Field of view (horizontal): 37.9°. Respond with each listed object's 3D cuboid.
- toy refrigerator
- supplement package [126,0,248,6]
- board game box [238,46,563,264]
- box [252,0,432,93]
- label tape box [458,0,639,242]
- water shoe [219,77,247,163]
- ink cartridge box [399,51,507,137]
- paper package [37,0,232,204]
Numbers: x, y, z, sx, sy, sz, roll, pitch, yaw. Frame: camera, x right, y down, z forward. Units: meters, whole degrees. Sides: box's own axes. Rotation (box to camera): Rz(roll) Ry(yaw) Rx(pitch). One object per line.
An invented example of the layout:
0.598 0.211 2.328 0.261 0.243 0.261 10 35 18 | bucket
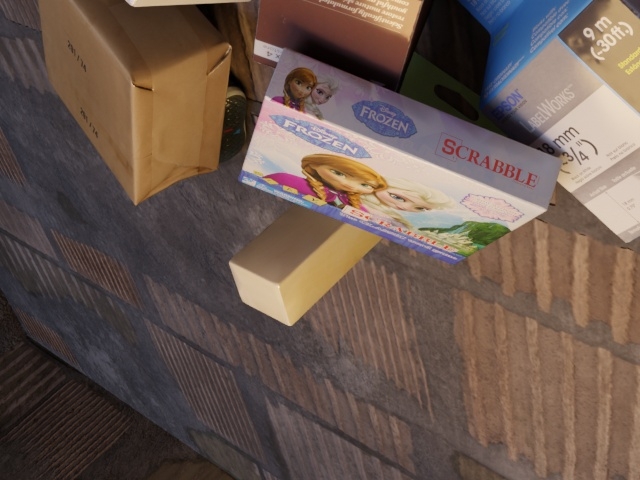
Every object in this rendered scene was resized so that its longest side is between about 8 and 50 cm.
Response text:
0.000 0.000 1.384 0.102 0.269 0.094 23 142 35 | toy refrigerator
-0.151 -0.427 1.029 0.198 0.199 0.262 45 125 19 | supplement package
0.072 -0.082 1.103 0.319 0.065 0.318 21 165 -4 | board game box
0.043 -0.289 1.008 0.169 0.203 0.167 20 146 3 | box
0.280 -0.177 0.942 0.334 0.106 0.240 42 152 -1 | label tape box
-0.168 -0.208 1.581 0.080 0.073 0.203 62 153 22 | water shoe
0.151 -0.119 1.267 0.171 0.056 0.235 38 151 16 | ink cartridge box
-0.303 -0.279 1.483 0.325 0.168 0.309 50 152 23 | paper package
